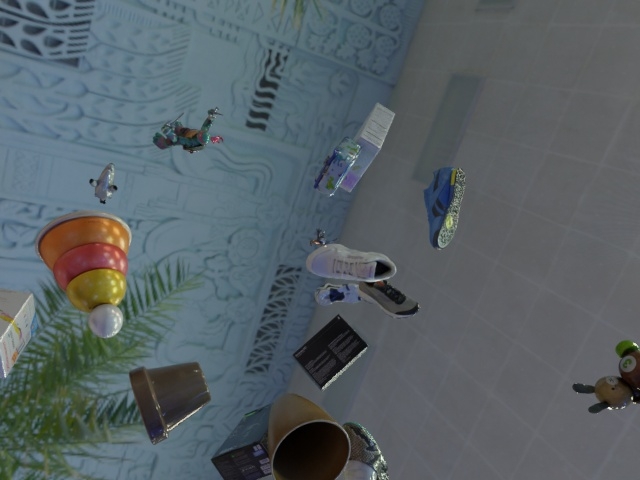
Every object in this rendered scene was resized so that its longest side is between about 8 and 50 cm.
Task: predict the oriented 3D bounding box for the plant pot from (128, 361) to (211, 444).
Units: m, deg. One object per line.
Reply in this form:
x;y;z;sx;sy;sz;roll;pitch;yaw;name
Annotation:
-0.510;0.531;1.725;0.263;0.229;0.263;52;-27;42;plant pot

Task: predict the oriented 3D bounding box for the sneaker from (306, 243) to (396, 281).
0.107;0.076;1.655;0.152;0.305;0.114;-148;-119;-78;sneaker

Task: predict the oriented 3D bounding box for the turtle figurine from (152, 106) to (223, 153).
-0.387;-0.316;1.470;0.234;0.175;0.118;4;-67;44;turtle figurine

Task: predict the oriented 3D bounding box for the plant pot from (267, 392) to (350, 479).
-0.067;0.582;1.512;0.254;0.237;0.237;-147;-110;-66;plant pot

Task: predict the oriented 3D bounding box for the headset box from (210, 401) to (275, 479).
-0.207;0.713;1.794;0.246;0.283;0.131;-30;-85;27;headset box

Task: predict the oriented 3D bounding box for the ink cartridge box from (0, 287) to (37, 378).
-1.050;0.292;1.597;0.233;0.168;0.171;-92;-166;-55;ink cartridge box

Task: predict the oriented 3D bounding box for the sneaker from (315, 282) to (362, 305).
0.081;0.238;2.317;0.153;0.234;0.094;-143;-139;-72;sneaker

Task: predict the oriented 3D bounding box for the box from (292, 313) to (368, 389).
0.041;0.465;2.074;0.184;0.261;0.103;46;-16;18;box

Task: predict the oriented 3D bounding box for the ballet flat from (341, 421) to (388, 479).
0.161;0.855;1.741;0.182;0.164;0.483;-68;145;-53;ballet flat

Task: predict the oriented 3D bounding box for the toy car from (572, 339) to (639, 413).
0.747;0.367;1.259;0.155;0.188;0.149;-95;163;-65;toy car

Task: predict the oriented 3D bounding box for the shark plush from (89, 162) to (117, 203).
-0.606;-0.150;1.423;0.161;0.073;0.067;117;-21;-56;shark plush

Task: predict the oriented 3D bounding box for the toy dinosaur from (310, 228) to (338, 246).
0.000;0.000;1.398;0.047;0.090;0.082;49;-20;29;toy dinosaur

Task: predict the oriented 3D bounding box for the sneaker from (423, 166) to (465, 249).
0.276;-0.075;1.163;0.082;0.069;0.209;3;-113;38;sneaker

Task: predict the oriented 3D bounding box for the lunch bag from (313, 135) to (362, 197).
0.059;-0.259;1.761;0.176;0.090;0.219;-57;-179;35;lunch bag

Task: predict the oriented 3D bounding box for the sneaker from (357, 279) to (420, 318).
0.257;0.211;1.923;0.271;0.100;0.108;25;-42;30;sneaker

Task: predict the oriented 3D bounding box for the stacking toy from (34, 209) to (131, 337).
-0.857;0.156;1.880;0.351;0.350;0.480;-55;-131;37;stacking toy

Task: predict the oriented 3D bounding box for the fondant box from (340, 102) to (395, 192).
0.173;-0.377;2.002;0.238;0.096;0.330;-55;-175;40;fondant box
